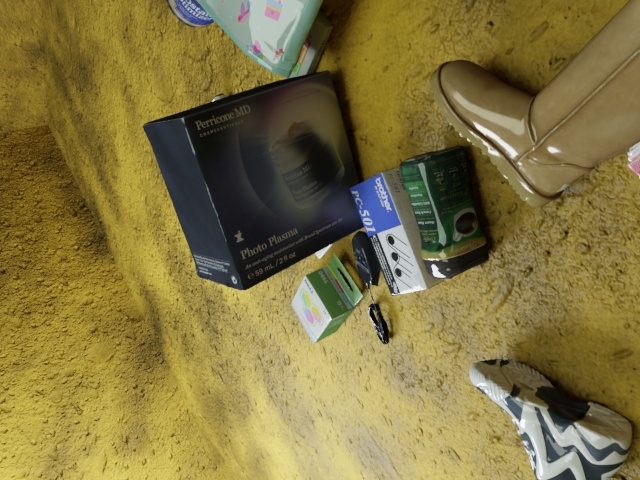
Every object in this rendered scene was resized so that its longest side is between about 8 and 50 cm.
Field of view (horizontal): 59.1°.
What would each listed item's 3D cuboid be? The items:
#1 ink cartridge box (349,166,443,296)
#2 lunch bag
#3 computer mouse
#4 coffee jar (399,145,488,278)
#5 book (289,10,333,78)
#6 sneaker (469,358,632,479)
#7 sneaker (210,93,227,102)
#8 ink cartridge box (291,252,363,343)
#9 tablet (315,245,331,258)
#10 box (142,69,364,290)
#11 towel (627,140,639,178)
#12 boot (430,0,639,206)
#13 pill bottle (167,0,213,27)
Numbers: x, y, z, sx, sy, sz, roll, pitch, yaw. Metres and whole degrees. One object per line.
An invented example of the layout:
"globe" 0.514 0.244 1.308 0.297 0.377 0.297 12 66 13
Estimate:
"ink cartridge box" 0.129 -0.012 0.971 0.097 0.046 0.207 -21 89 56
"lunch bag" -0.072 -0.421 0.903 0.262 0.160 0.223 56 132 28
"computer mouse" 0.107 0.091 1.076 0.071 0.041 0.242 -138 31 -62
"coffee jar" 0.183 -0.040 0.829 0.079 0.096 0.184 -2 105 59
"book" -0.034 -0.361 1.032 0.096 0.035 0.144 54 142 19
"sneaker" 0.312 0.281 0.819 0.235 0.094 0.153 20 115 38
"sneaker" -0.221 -0.268 1.348 0.075 0.057 0.161 28 131 24
"ink cartridge box" 0.007 0.127 1.193 0.109 0.062 0.209 58 152 18
"tablet" 0.000 0.000 1.205 0.054 0.006 0.083 59 147 14
"box" -0.102 -0.112 0.996 0.183 0.296 0.294 7 120 53
"towel" 0.408 -0.051 0.520 0.197 0.029 0.144 45 146 3
"boot" 0.275 -0.186 0.620 0.236 0.089 0.269 47 146 4
"pill bottle" -0.215 -0.514 1.123 0.219 0.123 0.122 2 109 56
